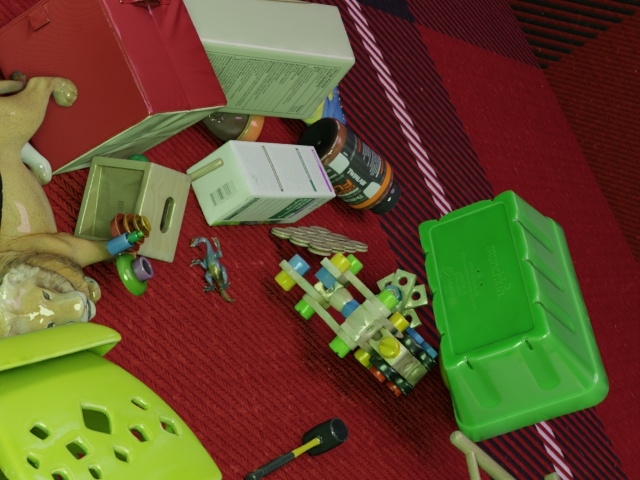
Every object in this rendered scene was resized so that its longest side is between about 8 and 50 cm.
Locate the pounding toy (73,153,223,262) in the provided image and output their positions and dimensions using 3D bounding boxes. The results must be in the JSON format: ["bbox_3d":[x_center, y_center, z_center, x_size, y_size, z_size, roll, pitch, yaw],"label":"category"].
[{"bbox_3d":[-0.211,-0.049,1.415,0.100,0.130,0.141,19,83,-51],"label":"pounding toy"}]

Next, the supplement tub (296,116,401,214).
[{"bbox_3d":[0.055,-0.121,1.986,0.198,0.106,0.106,36,36,-36],"label":"supplement tub"}]

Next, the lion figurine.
[{"bbox_3d":[-0.339,-0.039,1.269,0.240,0.142,0.392,0,57,-60],"label":"lion figurine"}]

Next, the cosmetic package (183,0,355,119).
[{"bbox_3d":[-0.126,-0.275,1.688,0.309,0.160,0.113,1,60,-34],"label":"cosmetic package"}]

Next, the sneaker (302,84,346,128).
[{"bbox_3d":[-0.005,-0.260,2.071,0.240,0.091,0.126,-76,147,-53],"label":"sneaker"}]

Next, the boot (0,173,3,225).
[{"bbox_3d":[-0.405,0.015,1.089,0.179,0.085,0.236,4,54,-7],"label":"boot"}]

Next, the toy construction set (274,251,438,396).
[{"bbox_3d":[0.078,0.122,1.774,0.215,0.151,0.328,44,13,26],"label":"toy construction set"}]

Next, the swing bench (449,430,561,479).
[{"bbox_3d":[0.168,0.397,1.523,0.255,0.253,0.165,30,40,-41],"label":"swing bench"}]

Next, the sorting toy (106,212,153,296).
[{"bbox_3d":[-0.204,0.008,1.274,0.061,0.042,0.102,40,28,-61],"label":"sorting toy"}]

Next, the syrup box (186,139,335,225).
[{"bbox_3d":[-0.085,-0.085,1.744,0.237,0.093,0.096,-2,64,-58],"label":"syrup box"}]

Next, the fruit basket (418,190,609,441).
[{"bbox_3d":[0.303,0.157,1.877,0.392,0.283,0.392,57,21,-35],"label":"fruit basket"}]

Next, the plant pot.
[{"bbox_3d":[-0.270,0.210,1.051,0.207,0.227,0.228,58,28,12],"label":"plant pot"}]

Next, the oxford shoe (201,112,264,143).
[{"bbox_3d":[-0.145,-0.271,1.829,0.098,0.097,0.271,28,41,-35],"label":"oxford shoe"}]

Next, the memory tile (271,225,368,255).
[{"bbox_3d":[0.000,0.000,1.811,0.148,0.113,0.012,-2,110,-58],"label":"memory tile"}]

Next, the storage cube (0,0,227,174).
[{"bbox_3d":[-0.267,-0.215,1.464,0.184,0.215,0.193,-21,88,-62],"label":"storage cube"}]

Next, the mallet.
[{"bbox_3d":[-0.041,0.288,1.532,0.190,0.062,0.039,-20,79,-46],"label":"mallet"}]

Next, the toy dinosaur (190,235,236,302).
[{"bbox_3d":[-0.155,0.035,1.600,0.090,0.047,0.082,77,-4,-51],"label":"toy dinosaur"}]
